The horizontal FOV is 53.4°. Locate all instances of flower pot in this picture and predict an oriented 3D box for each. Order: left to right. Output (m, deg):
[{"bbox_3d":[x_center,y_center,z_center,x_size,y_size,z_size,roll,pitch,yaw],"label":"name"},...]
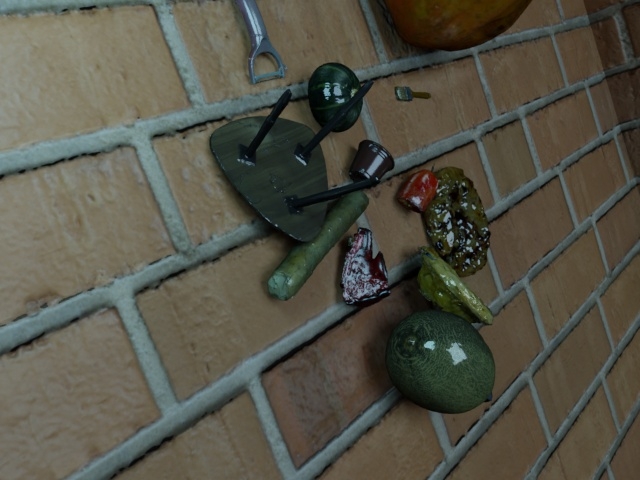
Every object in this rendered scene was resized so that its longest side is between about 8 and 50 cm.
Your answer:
[{"bbox_3d":[0.121,-0.186,1.619,0.111,0.111,0.089,47,68,-28],"label":"flower pot"}]

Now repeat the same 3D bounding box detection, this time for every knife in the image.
[{"bbox_3d":[-0.152,-0.501,1.445,0.123,0.053,0.277,-30,104,-49],"label":"knife"}]

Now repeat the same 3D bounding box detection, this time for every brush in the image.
[{"bbox_3d":[0.276,-0.431,1.875,0.170,0.014,0.043,-10,87,-46],"label":"brush"}]

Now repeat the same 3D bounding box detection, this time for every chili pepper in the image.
[{"bbox_3d":[0.284,-0.154,1.775,0.192,0.084,0.086,-57,136,-30],"label":"chili pepper"}]

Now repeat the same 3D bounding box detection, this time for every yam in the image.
[{"bbox_3d":[0.000,0.000,1.465,0.083,0.083,0.371,58,45,-18],"label":"yam"}]

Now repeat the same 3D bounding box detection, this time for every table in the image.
[{"bbox_3d":[-0.009,-0.181,1.329,0.317,0.249,0.317,19,57,-33],"label":"table"}]

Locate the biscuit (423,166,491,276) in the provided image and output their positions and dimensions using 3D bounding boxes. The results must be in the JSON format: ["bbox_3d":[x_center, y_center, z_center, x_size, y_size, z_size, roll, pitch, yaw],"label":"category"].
[{"bbox_3d":[0.417,-0.059,1.888,0.290,0.081,0.333,-6,84,-46],"label":"biscuit"}]

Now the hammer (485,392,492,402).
[{"bbox_3d":[0.445,0.341,1.858,0.137,0.037,0.289,-22,97,-45],"label":"hammer"}]

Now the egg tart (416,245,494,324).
[{"bbox_3d":[0.339,0.135,1.701,0.107,0.290,0.291,-43,120,6],"label":"egg tart"}]

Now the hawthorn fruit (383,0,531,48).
[{"bbox_3d":[0.400,-0.746,1.774,0.472,0.472,0.471,11,74,-43],"label":"hawthorn fruit"}]

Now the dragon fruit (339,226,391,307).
[{"bbox_3d":[0.097,0.062,1.526,0.092,0.122,0.192,6,79,-28],"label":"dragon fruit"}]

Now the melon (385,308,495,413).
[{"bbox_3d":[0.301,0.304,1.578,0.329,0.249,0.248,40,55,-41],"label":"melon"}]

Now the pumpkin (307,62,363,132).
[{"bbox_3d":[0.034,-0.348,1.540,0.167,0.125,0.167,-18,114,-47],"label":"pumpkin"}]
